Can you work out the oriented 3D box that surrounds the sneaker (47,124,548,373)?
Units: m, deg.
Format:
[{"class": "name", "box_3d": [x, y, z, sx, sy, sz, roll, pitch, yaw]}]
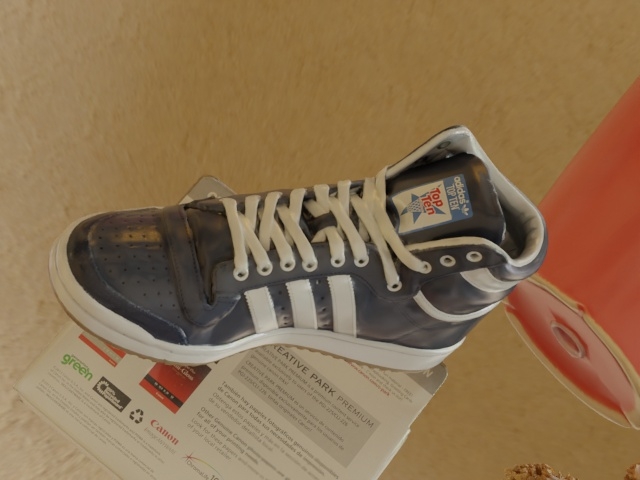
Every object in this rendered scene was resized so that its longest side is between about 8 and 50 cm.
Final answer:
[{"class": "sneaker", "box_3d": [0.000, 0.000, 0.778, 0.282, 0.153, 0.099, 8, 55, -33]}]

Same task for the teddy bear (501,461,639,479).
[{"class": "teddy bear", "box_3d": [0.244, 0.331, 1.297, 0.245, 0.113, 0.338, 36, 39, 11]}]

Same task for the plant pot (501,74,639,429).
[{"class": "plant pot", "box_3d": [0.302, 0.017, 1.217, 0.243, 0.275, 0.275, -40, 89, -12]}]

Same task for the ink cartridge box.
[{"class": "ink cartridge box", "box_3d": [-0.081, 0.139, 1.302, 0.309, 0.130, 0.272, 40, 75, 1]}]
